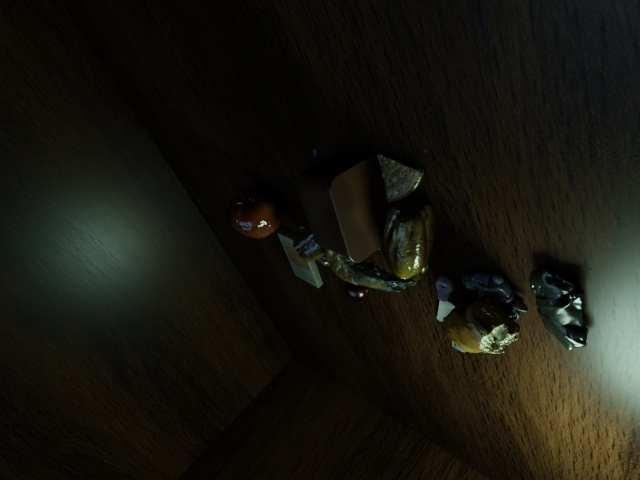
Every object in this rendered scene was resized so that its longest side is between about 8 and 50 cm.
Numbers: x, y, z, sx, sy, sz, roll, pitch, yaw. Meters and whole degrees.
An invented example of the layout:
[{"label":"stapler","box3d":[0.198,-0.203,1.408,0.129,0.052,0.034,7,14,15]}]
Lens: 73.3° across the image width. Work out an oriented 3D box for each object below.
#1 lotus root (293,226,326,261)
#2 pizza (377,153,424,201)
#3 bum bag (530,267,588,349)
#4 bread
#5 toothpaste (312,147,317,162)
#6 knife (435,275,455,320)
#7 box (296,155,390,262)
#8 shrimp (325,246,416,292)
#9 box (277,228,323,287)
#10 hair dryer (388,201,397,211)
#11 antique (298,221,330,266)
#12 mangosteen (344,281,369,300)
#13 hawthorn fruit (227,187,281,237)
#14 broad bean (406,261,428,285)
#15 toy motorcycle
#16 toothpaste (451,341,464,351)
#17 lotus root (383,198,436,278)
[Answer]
[{"label":"lotus root","box3d":[0.000,0.000,1.956,0.167,0.078,0.329,47,126,-9]},{"label":"pizza","box3d":[0.247,-0.216,1.441,0.176,0.036,0.184,48,139,16]},{"label":"bum bag","box3d":[0.726,0.218,1.295,0.142,0.080,0.326,14,140,54]},{"label":"bread","box3d":[0.548,0.311,1.520,0.195,0.148,0.344,36,172,11]},{"label":"toothpaste","box3d":[-0.021,-0.341,1.729,0.024,0.015,0.083,48,161,17]},{"label":"knife","box3d":[0.510,0.251,1.746,0.081,0.043,0.336,23,153,29]},{"label":"box","box3d":[0.089,-0.126,1.578,0.229,0.239,0.339,18,135,50]},{"label":"shrimp","box3d":[0.200,0.080,1.788,0.445,0.085,0.272,21,122,34]},{"label":"box","box3d":[-0.112,0.105,2.463,0.205,0.051,0.365,25,147,39]},{"label":"hair dryer","box3d":[0.254,-0.127,1.531,0.031,0.083,0.079,14,149,23]},{"label":"antique","box3d":[-0.002,0.010,2.081,0.257,0.121,0.143,48,149,-3]},{"label":"mangosteen","box3d":[0.180,0.227,2.122,0.140,0.140,0.140,36,152,22]},{"label":"hawthorn fruit","box3d":[-0.322,-0.128,2.242,0.276,0.276,0.307,35,174,24]},{"label":"broad bean","box3d":[0.376,0.131,1.732,0.077,0.061,0.339,48,155,15]},{"label":"toy motorcycle","box3d":[0.590,0.172,1.448,0.225,0.073,0.152,39,151,18]},{"label":"toothpaste","box3d":[0.592,0.394,1.796,0.070,0.044,0.193,27,148,34]},{"label":"lotus root","box3d":[0.299,-0.003,1.503,0.193,0.193,0.290,26,133,38]}]
